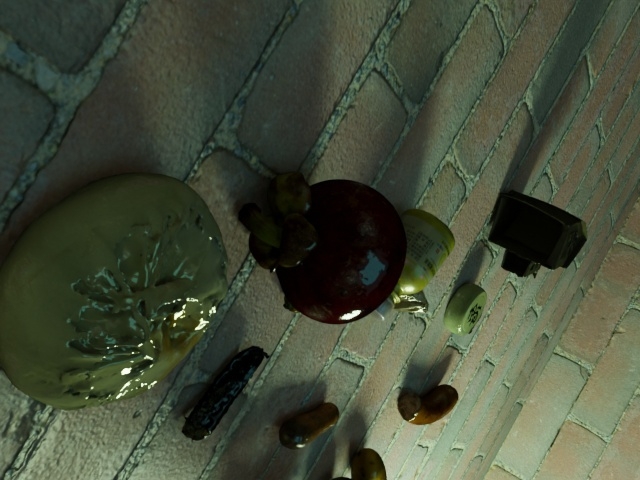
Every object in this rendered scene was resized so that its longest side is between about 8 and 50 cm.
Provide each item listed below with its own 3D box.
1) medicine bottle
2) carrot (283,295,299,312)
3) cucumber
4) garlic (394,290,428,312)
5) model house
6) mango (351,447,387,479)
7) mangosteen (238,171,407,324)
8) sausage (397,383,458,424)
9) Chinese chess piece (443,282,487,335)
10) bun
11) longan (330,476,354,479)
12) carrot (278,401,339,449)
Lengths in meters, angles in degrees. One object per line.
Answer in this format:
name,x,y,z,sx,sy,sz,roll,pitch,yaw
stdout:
medicine bottle,0.155,0.052,1.290,0.212,0.121,0.122,-52,147,-16
carrot,0.022,0.055,1.182,0.254,0.049,0.049,-37,141,-41
cucumber,-0.150,0.238,1.062,0.181,0.053,0.053,-50,147,-22
garlic,0.180,0.119,1.421,0.113,0.094,0.074,15,69,-58
model house,0.582,-0.013,1.775,0.243,0.211,0.205,-14,127,-51
mango,0.119,0.577,1.656,0.090,0.115,0.178,-10,130,-1
mangosteen,0.000,0.000,0.976,0.257,0.215,0.215,29,89,-24
sausage,0.296,0.456,1.848,0.302,0.076,0.103,12,104,-58
Chinese chess piece,0.389,0.184,1.791,0.144,0.058,0.144,-36,141,-36
bun,-0.214,0.071,0.749,0.287,0.146,0.287,-33,139,-35
longan,0.066,0.626,1.560,0.176,0.154,0.145,-57,-177,21
carrot,-0.019,0.370,1.346,0.186,0.060,0.060,-6,119,-58
